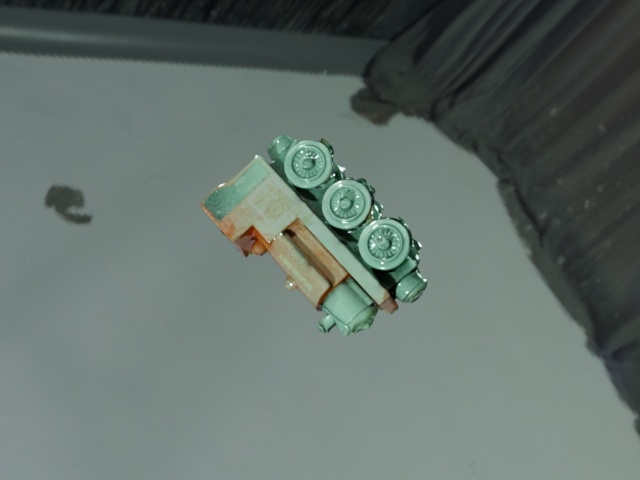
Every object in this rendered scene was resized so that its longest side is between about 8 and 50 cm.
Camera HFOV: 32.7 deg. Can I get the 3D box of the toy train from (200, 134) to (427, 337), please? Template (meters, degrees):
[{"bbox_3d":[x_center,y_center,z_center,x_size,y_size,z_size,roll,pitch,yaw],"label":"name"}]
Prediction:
[{"bbox_3d":[0.000,0.000,0.880,0.176,0.118,0.074,48,1,16],"label":"toy train"}]
